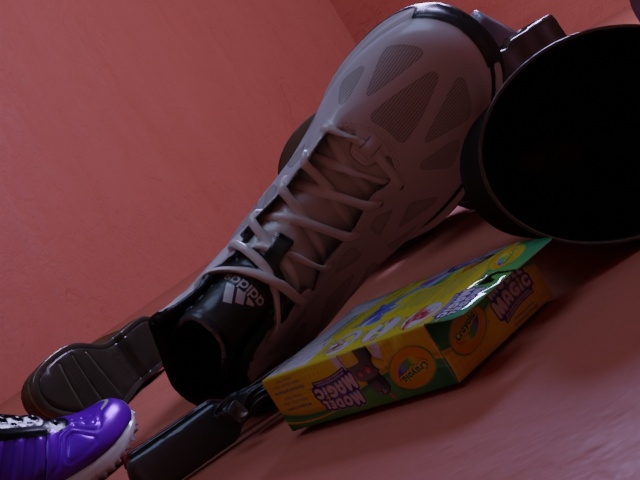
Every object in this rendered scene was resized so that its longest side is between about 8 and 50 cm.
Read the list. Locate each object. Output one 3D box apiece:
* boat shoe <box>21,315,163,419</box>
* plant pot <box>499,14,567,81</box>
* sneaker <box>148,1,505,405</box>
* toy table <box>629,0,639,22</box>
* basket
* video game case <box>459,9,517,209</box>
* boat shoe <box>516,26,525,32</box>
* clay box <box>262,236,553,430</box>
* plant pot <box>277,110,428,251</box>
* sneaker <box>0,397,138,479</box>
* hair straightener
[{"bbox_3d":[-0.315,0.196,1.773,0.104,0.110,0.307,-33,-6,26],"label":"boat shoe"},{"bbox_3d":[0.226,-0.133,1.350,0.167,0.165,0.167,-31,4,3],"label":"plant pot"},{"bbox_3d":[0.001,0.001,1.180,0.447,0.169,0.257,-55,-2,32],"label":"sneaker"},{"bbox_3d":[0.416,-0.268,1.230,0.161,0.252,0.274,-48,14,-3],"label":"toy table"},{"bbox_3d":[0.196,-0.070,1.037,0.204,0.154,0.227,-19,-1,-8],"label":"basket"},{"bbox_3d":[0.175,-0.141,1.480,0.193,0.023,0.212,15,-66,-48],"label":"video game case"},{"bbox_3d":[0.232,-0.156,1.625,0.088,0.096,0.267,-52,-6,-32],"label":"boat shoe"},{"bbox_3d":[0.070,0.069,0.951,0.127,0.053,0.222,-36,8,-40],"label":"clay box"},{"bbox_3d":[0.074,-0.062,1.588,0.237,0.237,0.109,-30,46,15],"label":"plant pot"},{"bbox_3d":[-0.311,0.211,1.298,0.102,0.146,0.293,-26,8,44],"label":"sneaker"},{"bbox_3d":[-0.058,0.146,1.089,0.230,0.047,0.089,-28,5,-9],"label":"hair straightener"}]
